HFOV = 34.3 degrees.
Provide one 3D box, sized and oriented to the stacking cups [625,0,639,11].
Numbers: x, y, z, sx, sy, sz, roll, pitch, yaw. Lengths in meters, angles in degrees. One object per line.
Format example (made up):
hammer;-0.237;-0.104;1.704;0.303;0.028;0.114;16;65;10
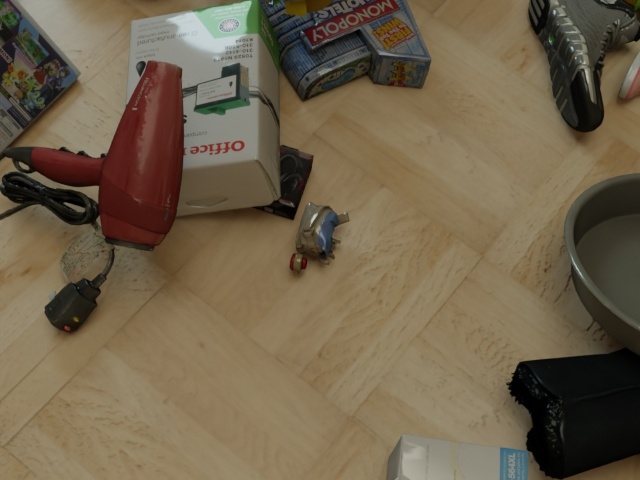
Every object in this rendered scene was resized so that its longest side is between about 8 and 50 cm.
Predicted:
stacking cups;0.508;-0.286;1.336;0.316;0.096;0.096;36;64;11

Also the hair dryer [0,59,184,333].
hair dryer;-0.240;-0.070;1.066;0.293;0.080;0.223;-42;73;15

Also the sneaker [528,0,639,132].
sneaker;0.353;-0.240;1.298;0.132;0.086;0.229;-4;62;-11

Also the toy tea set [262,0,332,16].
toy tea set;-0.087;-0.360;1.267;0.336;0.124;0.200;15;74;23

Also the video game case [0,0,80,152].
video game case;-0.398;-0.205;1.165;0.201;0.023;0.183;50;62;-23

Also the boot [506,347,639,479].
boot;0.322;0.213;1.048;0.207;0.094;0.246;-12;58;-16

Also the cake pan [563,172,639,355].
cake pan;0.404;0.037;1.130;0.293;0.054;0.293;5;43;-5

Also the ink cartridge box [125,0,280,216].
ink cartridge box;-0.132;-0.148;1.169;0.160;0.092;0.219;-8;62;10

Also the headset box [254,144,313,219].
headset box;-0.047;-0.073;1.194;0.062;0.032;0.083;18;63;3

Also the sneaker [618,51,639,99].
sneaker;0.434;-0.216;1.311;0.070;0.051;0.134;33;60;17

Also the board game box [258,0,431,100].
board game box;0.040;-0.259;1.286;0.194;0.060;0.194;-26;67;-18

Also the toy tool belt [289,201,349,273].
toy tool belt;0.000;0.000;1.151;0.051;0.052;0.083;11;62;9

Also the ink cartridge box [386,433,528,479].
ink cartridge box;0.120;0.249;1.010;0.143;0.092;0.090;9;61;-2
